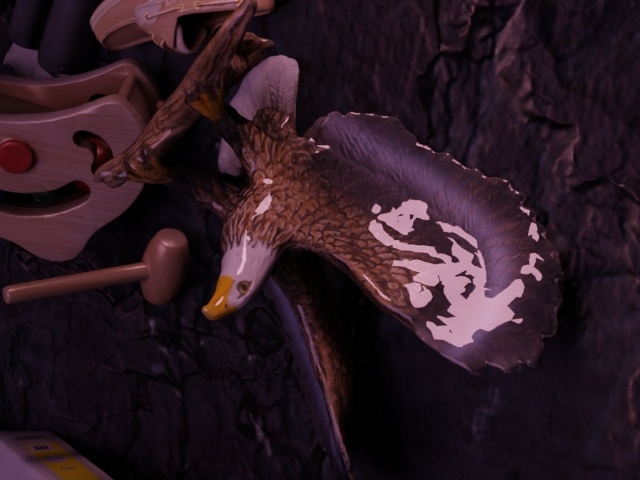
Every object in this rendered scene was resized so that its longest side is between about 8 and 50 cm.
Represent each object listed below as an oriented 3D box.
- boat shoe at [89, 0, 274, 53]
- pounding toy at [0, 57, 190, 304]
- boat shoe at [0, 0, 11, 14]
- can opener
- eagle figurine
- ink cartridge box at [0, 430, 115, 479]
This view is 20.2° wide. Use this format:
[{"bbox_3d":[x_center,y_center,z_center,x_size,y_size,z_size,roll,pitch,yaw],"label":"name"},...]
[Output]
[{"bbox_3d":[-0.104,-0.169,1.347,0.170,0.063,0.059,-19,78,36],"label":"boat shoe"},{"bbox_3d":[-0.209,-0.056,1.349,0.269,0.155,0.154,22,121,-7],"label":"pounding toy"},{"bbox_3d":[-0.365,-0.299,1.501,0.335,0.112,0.095,37,110,25],"label":"boat shoe"},{"bbox_3d":[-0.229,-0.164,1.420,0.076,0.095,0.283,38,122,27],"label":"can opener"},{"bbox_3d":[-0.006,0.008,1.245,0.298,0.225,0.226,41,166,-6],"label":"eagle figurine"},{"bbox_3d":[-0.228,0.318,1.462,0.307,0.072,0.303,-158,69,-63],"label":"ink cartridge box"}]
